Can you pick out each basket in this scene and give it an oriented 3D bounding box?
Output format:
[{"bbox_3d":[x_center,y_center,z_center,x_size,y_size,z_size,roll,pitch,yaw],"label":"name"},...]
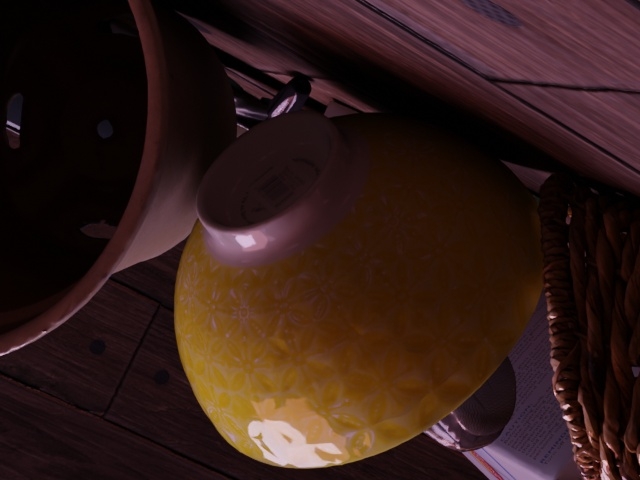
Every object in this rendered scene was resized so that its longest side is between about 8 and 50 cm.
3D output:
[{"bbox_3d":[0.259,0.118,1.183,0.223,0.213,0.299,24,176,33],"label":"basket"}]

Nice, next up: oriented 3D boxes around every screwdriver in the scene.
[{"bbox_3d":[-0.054,-0.087,1.366,0.025,0.024,0.170,18,144,-25],"label":"screwdriver"}]

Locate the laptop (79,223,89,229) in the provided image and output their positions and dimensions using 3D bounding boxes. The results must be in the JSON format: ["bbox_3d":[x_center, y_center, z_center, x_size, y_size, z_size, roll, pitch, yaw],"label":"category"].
[{"bbox_3d":[-0.166,-0.018,1.833,0.408,0.236,0.382,28,-173,-20],"label":"laptop"}]

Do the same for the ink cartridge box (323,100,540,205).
[{"bbox_3d":[0.080,-0.022,1.348,0.209,0.109,0.062,26,177,14],"label":"ink cartridge box"}]

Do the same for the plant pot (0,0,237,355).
[{"bbox_3d":[-0.211,-0.086,1.182,0.333,0.334,0.305,26,-172,15],"label":"plant pot"}]

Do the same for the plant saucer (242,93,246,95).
[{"bbox_3d":[-0.122,-0.147,1.670,0.198,0.036,0.198,28,177,2],"label":"plant saucer"}]

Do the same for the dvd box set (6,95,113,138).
[{"bbox_3d":[-0.330,-0.176,1.592,0.307,0.062,0.420,27,-176,-34],"label":"dvd box set"}]

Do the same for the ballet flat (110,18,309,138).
[{"bbox_3d":[-0.076,-0.103,1.438,0.280,0.096,0.095,27,179,1],"label":"ballet flat"}]

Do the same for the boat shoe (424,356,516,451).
[{"bbox_3d":[0.034,0.084,1.405,0.132,0.130,0.355,0,-151,-38],"label":"boat shoe"}]

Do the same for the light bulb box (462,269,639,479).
[{"bbox_3d":[0.332,0.229,1.575,0.358,0.225,0.361,46,172,-13],"label":"light bulb box"}]

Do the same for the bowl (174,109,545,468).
[{"bbox_3d":[0.000,0.000,1.158,0.289,0.289,0.156,23,156,51],"label":"bowl"}]
